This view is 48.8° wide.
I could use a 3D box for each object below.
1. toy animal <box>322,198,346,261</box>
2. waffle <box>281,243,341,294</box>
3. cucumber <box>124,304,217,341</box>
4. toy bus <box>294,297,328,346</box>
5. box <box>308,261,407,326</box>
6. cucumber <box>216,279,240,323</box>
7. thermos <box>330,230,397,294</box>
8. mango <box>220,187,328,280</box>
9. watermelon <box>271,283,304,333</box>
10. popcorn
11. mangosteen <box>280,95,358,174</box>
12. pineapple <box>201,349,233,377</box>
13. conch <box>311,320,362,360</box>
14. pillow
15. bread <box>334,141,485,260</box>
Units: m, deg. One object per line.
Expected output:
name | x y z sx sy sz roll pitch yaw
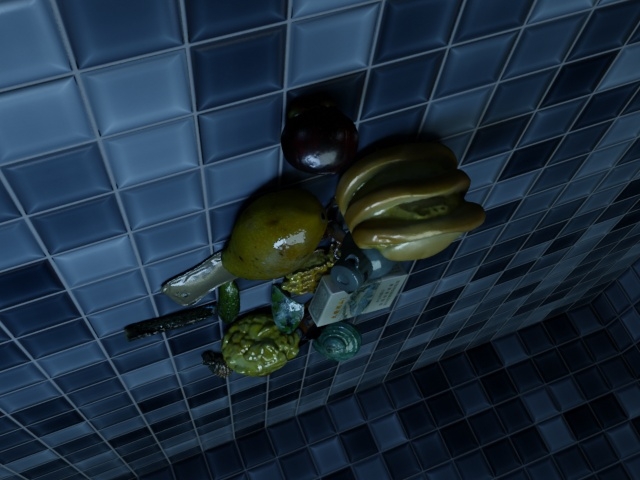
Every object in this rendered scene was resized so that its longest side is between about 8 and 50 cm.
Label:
toy animal | -0.002 -0.018 1.776 0.244 0.087 0.260 -6 154 -9
waffle | 0.036 0.068 1.985 0.309 0.065 0.283 0 149 -49
cucumber | -0.403 0.223 1.919 0.257 0.043 0.044 -15 160 -22
toy bus | 0.000 0.232 2.254 0.093 0.092 0.409 -2 147 -45
box | 0.107 0.149 2.028 0.257 0.069 0.164 -12 145 -28
cucumber | -0.248 0.159 1.903 0.069 0.069 0.227 -16 152 -17
thermos | 0.126 0.022 1.720 0.286 0.145 0.182 -45 161 -37
mango | -0.110 0.006 1.591 0.175 0.176 0.329 -47 175 -45
watermelon | -0.091 0.207 2.048 0.080 0.101 0.155 -22 125 -68
popcorn | -0.186 0.321 2.157 0.235 0.181 0.216 -11 157 -17
mangosteen | -0.001 -0.196 1.319 0.153 0.152 0.152 -20 156 -9
pineapple | -0.344 0.406 2.330 0.074 0.074 0.159 -28 152 8
conch | 0.055 0.369 2.537 0.196 0.134 0.202 -32 156 13
pillow | -0.287 0.093 1.762 0.218 0.033 0.130 -28 144 8
bread | 0.203 -0.093 1.576 0.316 0.270 0.211 -11 139 -15
